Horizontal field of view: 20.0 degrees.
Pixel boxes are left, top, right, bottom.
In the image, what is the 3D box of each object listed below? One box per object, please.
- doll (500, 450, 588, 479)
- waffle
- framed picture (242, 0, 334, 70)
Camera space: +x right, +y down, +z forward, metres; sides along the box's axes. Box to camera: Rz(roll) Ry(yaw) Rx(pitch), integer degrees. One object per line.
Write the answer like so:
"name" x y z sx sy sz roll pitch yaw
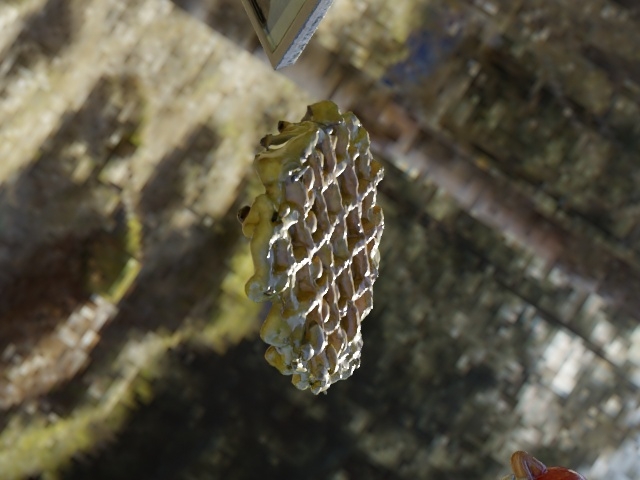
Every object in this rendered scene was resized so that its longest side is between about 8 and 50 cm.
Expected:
"doll" 0.178 0.260 1.456 0.217 0.085 0.183 -3 92 -51
"waffle" -0.003 0.000 1.566 0.280 0.060 0.262 52 40 -60
"framed picture" -0.026 -0.221 1.196 0.015 0.150 0.203 -19 167 -25
